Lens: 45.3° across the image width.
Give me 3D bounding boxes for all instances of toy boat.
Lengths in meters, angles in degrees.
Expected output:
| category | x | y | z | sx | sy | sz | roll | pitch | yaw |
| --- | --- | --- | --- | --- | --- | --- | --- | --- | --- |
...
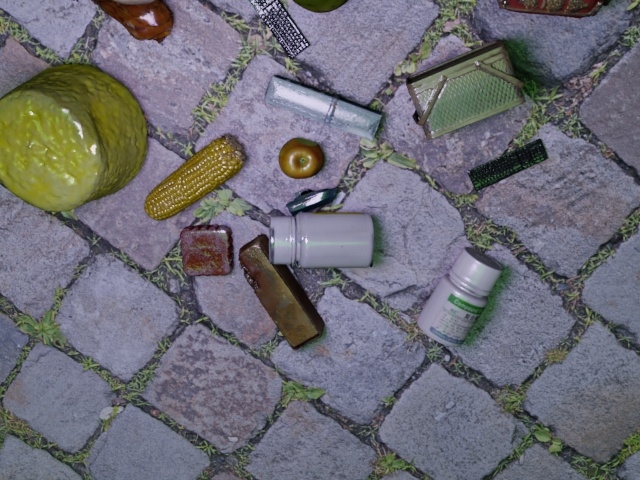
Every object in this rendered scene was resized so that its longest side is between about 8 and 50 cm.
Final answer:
| category | x | y | z | sx | sy | sz | roll | pitch | yaw |
| --- | --- | --- | --- | --- | --- | --- | --- | --- | --- |
| toy boat | -0.018 | -0.107 | 1.962 | 0.141 | 0.055 | 0.060 | -20 | 82 | 12 |

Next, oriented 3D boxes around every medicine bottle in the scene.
| category | x | y | z | sx | sy | sz | roll | pitch | yaw |
| --- | --- | --- | --- | --- | --- | --- | --- | --- | --- |
| medicine bottle | 0.000 | 0.000 | 1.928 | 0.258 | 0.143 | 0.144 | -1 | 108 | -6 |
| medicine bottle | 0.359 | 0.144 | 1.964 | 0.139 | 0.139 | 0.237 | 28 | 106 | -4 |

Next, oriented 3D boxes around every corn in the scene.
| category | x | y | z | sx | sy | sz | roll | pitch | yaw |
| --- | --- | --- | --- | --- | --- | --- | --- | --- | --- |
| corn | -0.323 | -0.153 | 1.951 | 0.305 | 0.106 | 0.106 | -34 | 101 | 15 |

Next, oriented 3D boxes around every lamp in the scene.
| category | x | y | z | sx | sy | sz | roll | pitch | yaw |
| --- | --- | --- | --- | --- | --- | --- | --- | --- | --- |
| lamp | 0.516 | -0.585 | 1.709 | 0.273 | 0.177 | 0.177 | 6 | 108 | 1 |

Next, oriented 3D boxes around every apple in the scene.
| category | x | y | z | sx | sy | sz | roll | pitch | yaw |
| --- | --- | --- | --- | --- | --- | --- | --- | --- | --- |
| apple | -0.049 | -0.200 | 1.911 | 0.114 | 0.102 | 0.099 | 19 | 107 | -2 |

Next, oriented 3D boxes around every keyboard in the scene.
| category | x | y | z | sx | sy | sz | roll | pitch | yaw |
| --- | --- | --- | --- | --- | --- | --- | --- | --- | --- |
| keyboard | 0.466 | -0.188 | 1.913 | 0.195 | 0.018 | 0.060 | -25 | 106 | 13 |
| keyboard | -0.108 | -0.540 | 1.857 | 0.061 | 0.013 | 0.204 | -34 | 101 | 13 |

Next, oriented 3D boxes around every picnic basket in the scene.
| category | x | y | z | sx | sy | sz | roll | pitch | yaw |
| --- | --- | --- | --- | --- | --- | --- | --- | --- | --- |
| picnic basket | 0.333 | -0.352 | 1.796 | 0.266 | 0.165 | 0.139 | -21 | 105 | 12 |

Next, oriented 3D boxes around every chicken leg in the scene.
| category | x | y | z | sx | sy | sz | roll | pitch | yaw |
| --- | --- | --- | --- | --- | --- | --- | --- | --- | --- |
| chicken leg | -0.499 | -0.568 | 1.852 | 0.304 | 0.093 | 0.113 | 24 | 119 | 2 |

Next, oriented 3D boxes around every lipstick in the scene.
| category | x | y | z | sx | sy | sz | roll | pitch | yaw |
| --- | --- | --- | --- | --- | --- | --- | --- | --- | --- |
| lipstick | 0.005 | -0.326 | 1.880 | 0.289 | 0.077 | 0.076 | 19 | 108 | 0 |

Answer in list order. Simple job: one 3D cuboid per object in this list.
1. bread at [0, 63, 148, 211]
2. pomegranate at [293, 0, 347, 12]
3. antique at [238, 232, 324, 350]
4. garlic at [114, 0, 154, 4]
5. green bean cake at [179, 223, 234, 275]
| category | x | y | z | sx | sy | sz | roll | pitch | yaw |
| --- | --- | --- | --- | --- | --- | --- | --- | --- | --- |
| bread | -0.610 | -0.238 | 1.844 | 0.348 | 0.308 | 0.348 | 1 | 110 | 3 |
| pomegranate | -0.018 | -0.640 | 1.739 | 0.214 | 0.214 | 0.248 | -50 | 62 | 17 |
| antique | -0.109 | 0.135 | 2.031 | 0.093 | 0.087 | 0.310 | -29 | 103 | 14 |
| garlic | -0.466 | -0.659 | 1.730 | 0.286 | 0.249 | 0.313 | 11 | 71 | -20 |
| green bean cake | -0.298 | 0.025 | 2.029 | 0.135 | 0.056 | 0.136 | 0 | 107 | 7 |
